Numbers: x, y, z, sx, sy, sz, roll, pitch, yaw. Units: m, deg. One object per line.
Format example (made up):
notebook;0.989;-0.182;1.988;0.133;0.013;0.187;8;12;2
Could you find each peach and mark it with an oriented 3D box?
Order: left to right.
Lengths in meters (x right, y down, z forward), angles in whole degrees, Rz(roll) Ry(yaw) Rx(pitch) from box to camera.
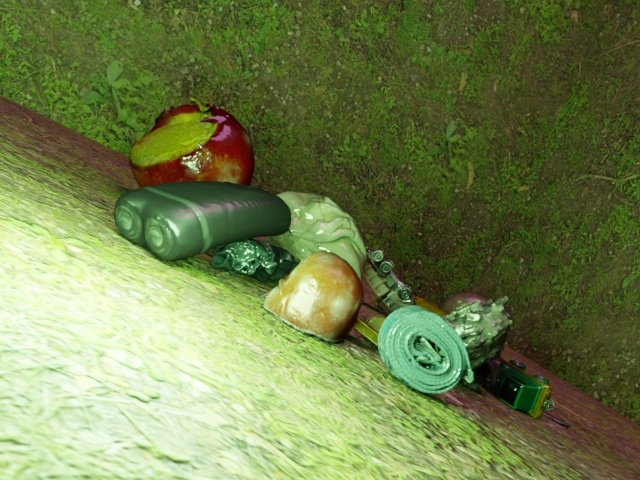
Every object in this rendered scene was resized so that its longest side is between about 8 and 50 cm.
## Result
peach;-0.353;-0.216;1.903;0.406;0.335;0.310;22;-24;53

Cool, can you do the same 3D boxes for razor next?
razor;-0.218;-0.053;1.284;0.204;0.113;0.349;21;21;31

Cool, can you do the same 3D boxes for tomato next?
tomato;0.000;0.099;1.286;0.181;0.155;0.214;32;2;7

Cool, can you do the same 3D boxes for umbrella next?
umbrella;-0.137;0.045;1.506;0.143;0.094;0.349;22;0;8

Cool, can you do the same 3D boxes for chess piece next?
chess piece;0.128;0.204;1.523;0.066;0.066;0.122;27;-3;-2

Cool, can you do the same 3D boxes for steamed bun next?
steamed bun;0.000;0.000;1.711;0.275;0.206;0.320;9;-52;60

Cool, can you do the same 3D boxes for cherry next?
cherry;0.518;0.282;2.275;0.236;0.213;0.285;49;-11;-2

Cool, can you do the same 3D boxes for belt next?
belt;0.184;0.200;1.206;0.082;0.148;0.163;-154;-135;-82

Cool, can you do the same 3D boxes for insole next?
insole;0.541;0.431;1.838;0.322;0.007;0.109;28;3;30

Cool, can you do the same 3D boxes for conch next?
conch;0.360;0.224;1.556;0.313;0.241;0.186;39;8;-49

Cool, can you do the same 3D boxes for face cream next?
face cream;0.361;0.265;2.200;0.105;0.105;0.349;26;2;-23

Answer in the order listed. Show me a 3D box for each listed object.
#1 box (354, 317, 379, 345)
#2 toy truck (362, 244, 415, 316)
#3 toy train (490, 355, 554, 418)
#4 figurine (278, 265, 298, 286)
box;0.115;0.205;1.405;0.156;0.022;0.089;39;-3;-18
toy truck;0.198;0.133;2.200;0.270;0.135;0.114;54;9;4
toy train;0.485;0.364;1.661;0.136;0.091;0.228;13;11;-36
figurine;-0.028;0.122;1.489;0.098;0.082;0.154;51;14;29
